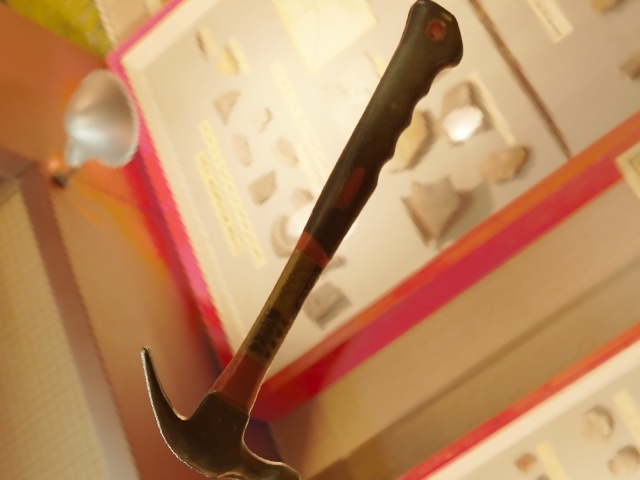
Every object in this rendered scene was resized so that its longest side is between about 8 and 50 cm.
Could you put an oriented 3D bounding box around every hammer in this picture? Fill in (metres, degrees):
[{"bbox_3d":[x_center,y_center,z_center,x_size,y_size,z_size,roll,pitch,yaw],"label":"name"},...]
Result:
[{"bbox_3d":[0.000,0.000,0.661,0.111,0.287,0.033,30,177,-5],"label":"hammer"}]
